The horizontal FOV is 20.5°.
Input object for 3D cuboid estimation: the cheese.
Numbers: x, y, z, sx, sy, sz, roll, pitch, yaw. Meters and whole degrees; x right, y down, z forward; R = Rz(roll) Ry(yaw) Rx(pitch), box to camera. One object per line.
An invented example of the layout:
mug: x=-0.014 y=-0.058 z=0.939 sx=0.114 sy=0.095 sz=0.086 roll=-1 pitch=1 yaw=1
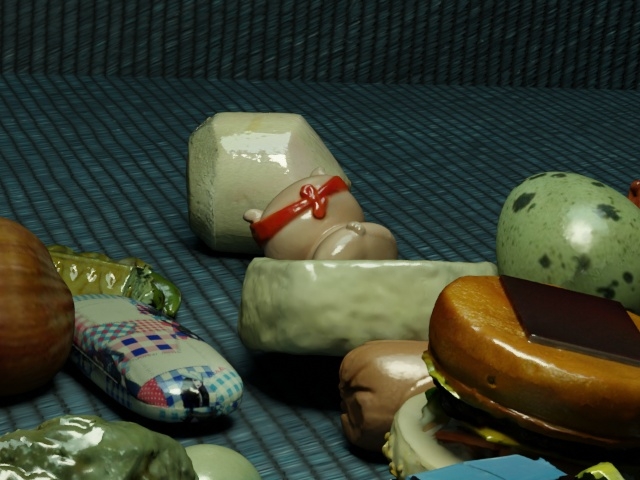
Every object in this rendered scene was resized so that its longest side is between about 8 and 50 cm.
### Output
cheese: x=0.055 y=0.078 z=2.032 sx=0.318 sy=0.115 sz=0.326 roll=5 pitch=-4 yaw=-39

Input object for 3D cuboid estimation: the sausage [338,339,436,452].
sausage: x=0.169 y=0.168 z=1.863 sx=0.304 sy=0.121 sz=0.121 roll=2 pitch=16 yaw=-9

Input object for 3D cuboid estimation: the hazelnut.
hazelnut: x=-0.375 y=0.081 z=1.929 sx=0.186 sy=0.210 sz=0.210 roll=-27 pitch=13 yaw=9

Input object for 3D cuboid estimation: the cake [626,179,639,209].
cake: x=0.506 y=0.086 z=1.997 sx=0.269 sy=0.270 sz=0.319 roll=-4 pitch=19 yaw=-29

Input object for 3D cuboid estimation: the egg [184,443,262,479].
egg: x=-0.105 y=0.237 z=1.539 sx=0.114 sy=0.114 sz=0.152 roll=9 pitch=11 yaw=13

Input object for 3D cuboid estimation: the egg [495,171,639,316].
egg: x=0.278 y=0.017 z=1.943 sx=0.177 sy=0.177 sz=0.228 roll=-3 pitch=41 yaw=-26

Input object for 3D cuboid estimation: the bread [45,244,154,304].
bread: x=-0.341 y=0.047 z=2.200 sx=0.269 sy=0.098 sz=0.087 roll=10 pitch=-26 yaw=17

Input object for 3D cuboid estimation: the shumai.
shumai: x=-0.196 y=0.264 z=1.359 sx=0.261 sy=0.225 sz=0.222 roll=1 pitch=54 yaw=-46

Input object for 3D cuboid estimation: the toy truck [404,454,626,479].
toy truck: x=0.223 y=0.292 z=1.360 sx=0.161 sy=0.162 sz=0.385 roll=-6 pitch=21 yaw=-36

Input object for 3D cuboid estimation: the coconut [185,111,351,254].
coconut: x=-0.076 y=-0.079 z=2.520 sx=0.234 sy=0.224 sz=0.224 roll=-1 pitch=16 yaw=-9

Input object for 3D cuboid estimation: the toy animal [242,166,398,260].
toy animal: x=0.000 y=0.000 z=2.345 sx=0.171 sy=0.171 sz=0.198 roll=-8 pitch=40 yaw=-39

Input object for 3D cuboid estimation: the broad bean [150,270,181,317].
broad bean: x=-0.235 y=0.058 z=2.267 sx=0.061 sy=0.046 sz=0.195 roll=-24 pitch=32 yaw=-30

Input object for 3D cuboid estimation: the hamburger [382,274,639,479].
hamburger: x=0.206 y=0.171 z=1.671 sx=0.291 sy=0.225 sz=0.291 roll=12 pitch=19 yaw=-4

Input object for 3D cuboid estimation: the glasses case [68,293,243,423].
glasses case: x=-0.201 y=0.127 z=1.971 sx=0.125 sy=0.076 sz=0.327 roll=-1 pitch=16 yaw=-32
